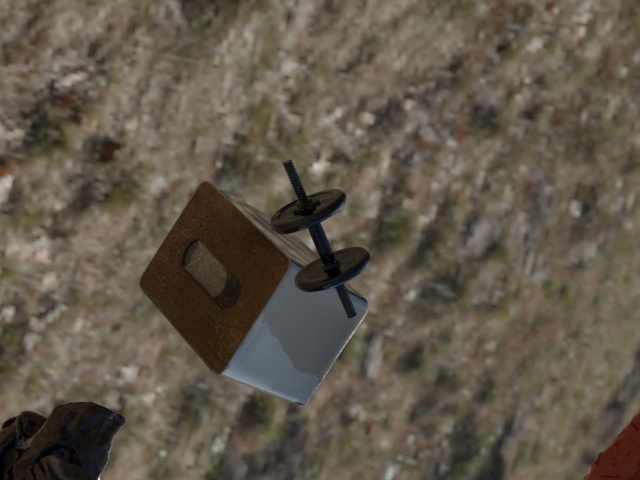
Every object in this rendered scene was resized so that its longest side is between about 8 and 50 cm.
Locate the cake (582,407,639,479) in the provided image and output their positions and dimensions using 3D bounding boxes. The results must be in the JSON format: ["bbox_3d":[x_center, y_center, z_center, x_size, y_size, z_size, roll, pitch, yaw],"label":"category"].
[{"bbox_3d":[0.393,0.353,1.684,0.270,0.269,0.319,-51,159,-8],"label":"cake"}]

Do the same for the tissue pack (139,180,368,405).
[{"bbox_3d":[-0.081,0.062,1.849,0.136,0.246,0.159,27,98,-37],"label":"tissue pack"}]

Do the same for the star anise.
[{"bbox_3d":[-0.292,0.229,1.421,0.099,0.214,0.220,57,36,-28],"label":"star anise"}]

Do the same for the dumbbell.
[{"bbox_3d":[0.000,0.000,1.302,0.069,0.069,0.147,-43,116,-48],"label":"dumbbell"}]
